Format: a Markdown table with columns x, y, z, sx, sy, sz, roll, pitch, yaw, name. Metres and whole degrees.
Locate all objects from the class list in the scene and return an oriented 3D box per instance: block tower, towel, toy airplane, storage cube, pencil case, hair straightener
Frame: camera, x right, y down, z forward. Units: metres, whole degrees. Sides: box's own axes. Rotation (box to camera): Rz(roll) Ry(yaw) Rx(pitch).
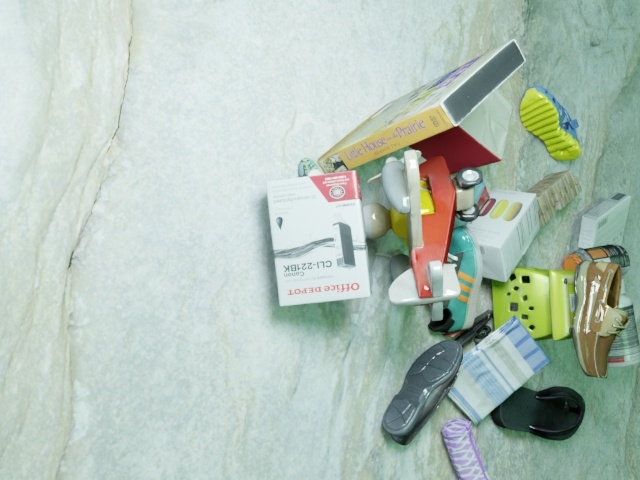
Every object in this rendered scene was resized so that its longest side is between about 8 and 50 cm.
| x | y | z | sx | sy | sz | roll | pitch | yaw | name |
| --- | --- | --- | --- | --- | --- | --- | --- | --- | --- |
| 0.714 | -0.124 | 1.855 | 0.336 | 0.097 | 0.090 | -33 | 104 | -36 | block tower |
| 0.476 | 0.359 | 1.575 | 0.285 | 0.034 | 0.209 | -40 | 112 | 2 | towel |
| 0.205 | -0.009 | 1.315 | 0.384 | 0.273 | 0.385 | -18 | 116 | -71 | toy airplane |
| 0.382 | -0.316 | 1.576 | 0.215 | 0.193 | 0.183 | 30 | 68 | -29 | storage cube |
| 0.393 | 0.578 | 1.540 | 0.086 | 0.088 | 0.206 | -31 | 102 | -37 | pencil case |
| 0.439 | 0.265 | 1.645 | 0.231 | 0.047 | 0.088 | -22 | 101 | -40 | hair straightener |

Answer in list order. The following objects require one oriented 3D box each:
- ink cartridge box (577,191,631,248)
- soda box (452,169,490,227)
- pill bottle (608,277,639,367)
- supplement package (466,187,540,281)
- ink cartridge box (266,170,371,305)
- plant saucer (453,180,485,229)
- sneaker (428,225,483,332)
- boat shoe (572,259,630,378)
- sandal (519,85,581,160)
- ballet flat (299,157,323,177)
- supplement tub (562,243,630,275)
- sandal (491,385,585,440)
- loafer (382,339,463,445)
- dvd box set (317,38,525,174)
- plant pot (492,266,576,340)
| x | y | z | sx | sy | sz | roll | pitch | yaw | name |
| --- | --- | --- | --- | --- | --- | --- | --- | --- | --- |
| 1.025 | -0.021 | 2.089 | 0.275 | 0.060 | 0.238 | -26 | 124 | -35 | ink cartridge box |
| 0.357 | -0.096 | 1.598 | 0.263 | 0.084 | 0.092 | -35 | 106 | -34 | soda box |
| 0.979 | 0.274 | 1.954 | 0.161 | 0.161 | 0.282 | -8 | 90 | -36 | pill bottle |
| 0.511 | -0.021 | 1.648 | 0.244 | 0.139 | 0.133 | -48 | 133 | -31 | supplement package |
| 0.000 | 0.000 | 1.251 | 0.197 | 0.114 | 0.272 | -7 | 89 | 7 | ink cartridge box |
| 0.392 | -0.104 | 1.561 | 0.067 | 0.018 | 0.192 | 43 | 63 | -25 | plant saucer |
| 0.342 | 0.112 | 1.509 | 0.121 | 0.108 | 0.301 | -11 | 113 | -22 | sneaker |
| 0.761 | 0.207 | 1.556 | 0.123 | 0.120 | 0.323 | 14 | 75 | -43 | boat shoe |
| 0.769 | -0.406 | 1.920 | 0.317 | 0.126 | 0.138 | 40 | 59 | -34 | sandal |
| -0.002 | -0.107 | 1.352 | 0.070 | 0.070 | 0.188 | -15 | 93 | -36 | ballet flat |
| 0.927 | 0.079 | 1.942 | 0.191 | 0.117 | 0.116 | -8 | 89 | -12 | supplement tub |
| 0.697 | 0.529 | 1.752 | 0.446 | 0.107 | 0.167 | 12 | 77 | -34 | sandal |
| 0.269 | 0.388 | 1.479 | 0.302 | 0.109 | 0.095 | -46 | 130 | -24 | loafer |
| 0.213 | -0.288 | 1.309 | 0.308 | 0.421 | 0.062 | -42 | 106 | -32 | dvd box set |
| 0.650 | 0.185 | 1.680 | 0.228 | 0.207 | 0.226 | 4 | 82 | -44 | plant pot |
